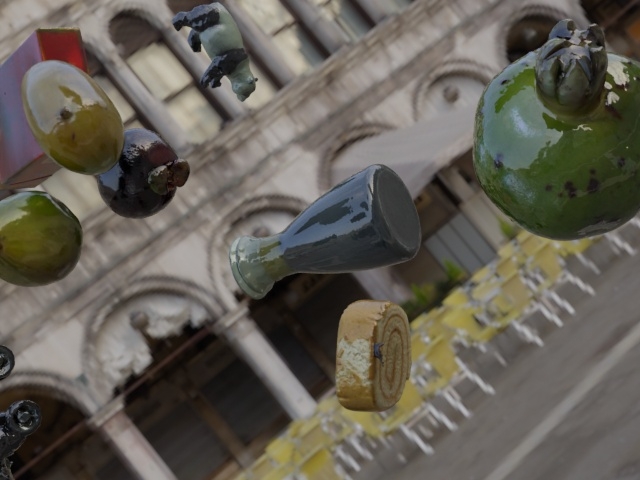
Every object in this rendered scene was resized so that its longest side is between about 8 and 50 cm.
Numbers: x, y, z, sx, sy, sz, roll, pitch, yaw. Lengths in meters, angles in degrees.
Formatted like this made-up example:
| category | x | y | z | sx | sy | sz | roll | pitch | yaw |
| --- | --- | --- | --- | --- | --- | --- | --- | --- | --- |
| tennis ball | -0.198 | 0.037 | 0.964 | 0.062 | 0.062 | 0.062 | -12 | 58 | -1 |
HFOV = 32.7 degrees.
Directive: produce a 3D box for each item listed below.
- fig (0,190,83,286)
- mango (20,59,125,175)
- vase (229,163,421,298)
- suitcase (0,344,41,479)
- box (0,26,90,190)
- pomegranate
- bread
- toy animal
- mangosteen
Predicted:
| category | x | y | z | sx | sy | sz | roll | pitch | yaw |
| --- | --- | --- | --- | --- | --- | --- | --- | --- | --- |
| fig | -0.411 | -0.001 | 1.534 | 0.153 | 0.136 | 0.121 | -11 | 6 | -23 |
| mango | -0.345 | -0.180 | 1.513 | 0.114 | 0.156 | 0.251 | -41 | 35 | 6 |
| vase | 0.000 | 0.000 | 1.905 | 0.321 | 0.173 | 0.173 | -22 | 4 | 26 |
| suitcase | -0.492 | 0.261 | 1.065 | 0.434 | 0.194 | 0.283 | -23 | -3 | -23 |
| box | -0.497 | -0.221 | 1.907 | 0.089 | 0.197 | 0.313 | -10 | -7 | -39 |
| pomegranate | 0.235 | -0.110 | 1.028 | 0.202 | 0.202 | 0.248 | -38 | -28 | -15 |
| bread | 0.077 | 0.154 | 1.462 | 0.073 | 0.149 | 0.122 | -1 | -5 | 29 |
| toy animal | -0.215 | -0.401 | 2.343 | 0.121 | 0.225 | 0.094 | -24 | 6 | 13 |
| mangosteen | -0.284 | -0.107 | 1.757 | 0.152 | 0.152 | 0.152 | -39 | -4 | -3 |
